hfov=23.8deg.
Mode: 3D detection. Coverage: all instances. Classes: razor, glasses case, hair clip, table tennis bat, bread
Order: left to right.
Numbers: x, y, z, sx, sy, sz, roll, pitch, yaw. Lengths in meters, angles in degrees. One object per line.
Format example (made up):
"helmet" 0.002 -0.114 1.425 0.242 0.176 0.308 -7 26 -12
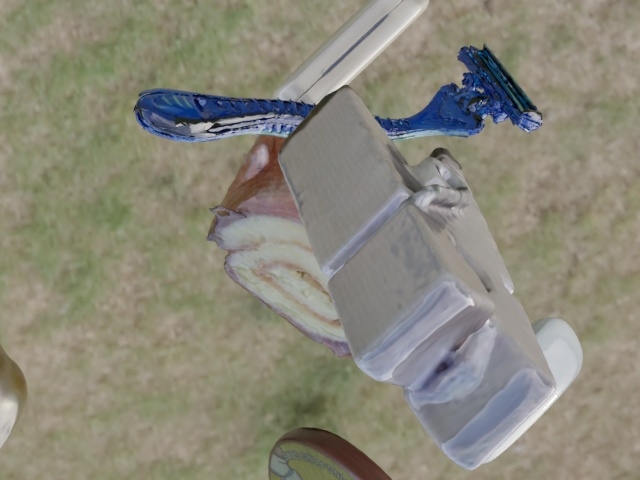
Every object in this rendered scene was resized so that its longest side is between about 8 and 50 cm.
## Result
"bread" 0.007 -0.005 1.467 0.244 0.123 0.190 36 141 -23
"razor" 0.010 -0.092 1.117 0.324 0.093 0.056 -7 136 -31
"glasses case" 0.030 -0.197 1.582 0.196 0.083 0.050 -44 96 -5
"table tennis bat" 0.061 0.278 1.183 0.038 0.310 0.200 -32 180 -29
"hair clip" 0.047 0.001 0.820 0.085 0.331 0.101 -42 108 8
"glasses case" 0.170 0.130 1.332 0.164 0.063 0.041 -40 -165 -29

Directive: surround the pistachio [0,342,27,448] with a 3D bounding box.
"pistachio" -0.411 0.134 1.373 0.288 0.197 0.166 1 170 -13
